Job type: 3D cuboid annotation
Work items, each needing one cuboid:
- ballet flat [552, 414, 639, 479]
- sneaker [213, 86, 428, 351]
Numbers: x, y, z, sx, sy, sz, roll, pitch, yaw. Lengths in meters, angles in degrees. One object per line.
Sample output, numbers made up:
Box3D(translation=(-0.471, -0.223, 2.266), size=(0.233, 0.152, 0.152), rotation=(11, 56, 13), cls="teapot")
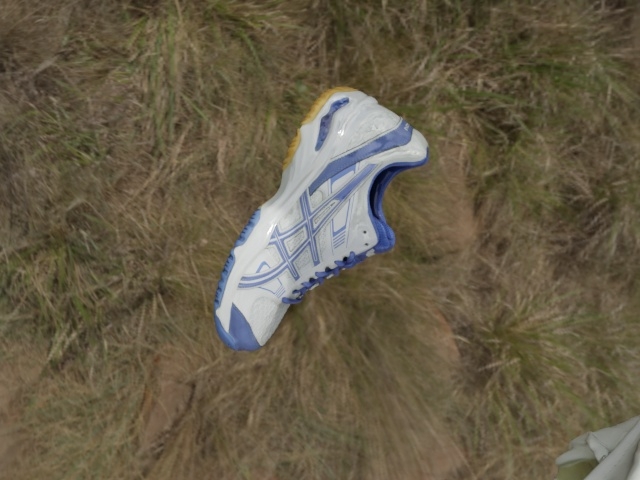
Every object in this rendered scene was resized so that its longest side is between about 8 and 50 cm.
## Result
Box3D(translation=(0.152, 0.163, 0.383), size=(0.400, 0.139, 0.139), rotation=(-18, 111, -40), cls="ballet flat")
Box3D(translation=(0.000, 0.000, 0.738), size=(0.131, 0.112, 0.296), rotation=(30, 102, 11), cls="sneaker")
